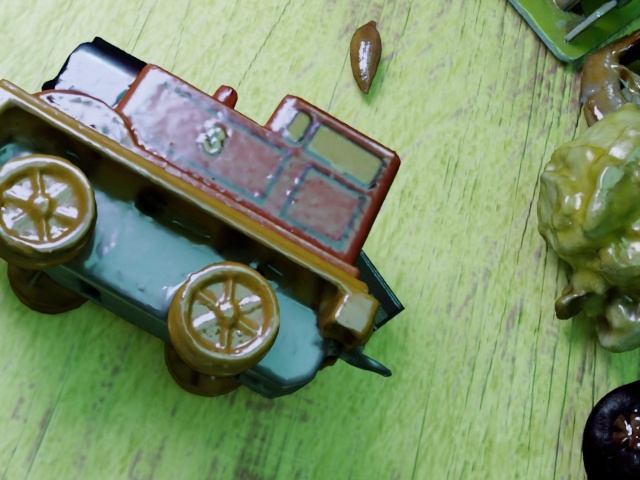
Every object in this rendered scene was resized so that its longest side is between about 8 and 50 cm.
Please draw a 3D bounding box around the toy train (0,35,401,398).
[{"bbox_3d":[-0.091,-0.016,0.620,0.369,0.163,0.232,30,67,-3],"label":"toy train"}]

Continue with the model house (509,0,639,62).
[{"bbox_3d":[0.273,-0.393,0.844,0.340,0.323,0.300,-35,84,-29],"label":"model house"}]

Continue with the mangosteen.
[{"bbox_3d":[0.316,0.202,0.744,0.151,0.137,0.137,40,53,-43],"label":"mangosteen"}]

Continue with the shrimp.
[{"bbox_3d":[0.389,-0.206,0.968,0.152,0.063,0.287,23,63,-4],"label":"shrimp"}]

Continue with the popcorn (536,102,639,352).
[{"bbox_3d":[0.324,-0.019,0.810,0.233,0.192,0.266,32,84,-24],"label":"popcorn"}]

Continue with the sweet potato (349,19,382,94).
[{"bbox_3d":[0.047,-0.195,0.839,0.034,0.034,0.095,13,62,-17],"label":"sweet potato"}]

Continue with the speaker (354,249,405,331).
[{"bbox_3d":[0.000,0.000,0.734,0.040,0.046,0.191,-32,83,-28],"label":"speaker"}]
